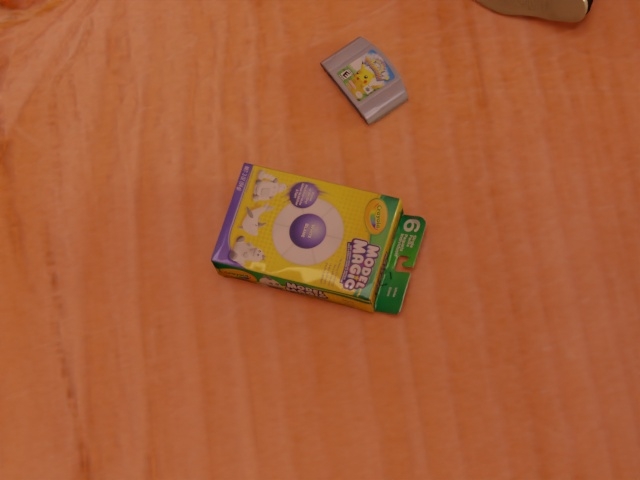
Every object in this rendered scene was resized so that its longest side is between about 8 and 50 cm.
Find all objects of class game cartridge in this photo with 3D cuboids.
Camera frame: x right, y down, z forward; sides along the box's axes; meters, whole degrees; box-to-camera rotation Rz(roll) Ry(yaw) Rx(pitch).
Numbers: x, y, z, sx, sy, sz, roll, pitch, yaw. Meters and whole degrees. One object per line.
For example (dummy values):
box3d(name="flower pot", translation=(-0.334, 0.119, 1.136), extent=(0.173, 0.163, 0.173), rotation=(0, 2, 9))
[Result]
box3d(name="game cartridge", translation=(0.045, -0.156, 1.455), extent=(0.056, 0.017, 0.083), rotation=(-34, 68, -10))

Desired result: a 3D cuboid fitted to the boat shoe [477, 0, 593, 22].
box3d(name="boat shoe", translation=(0.199, -0.244, 1.455), extent=(0.133, 0.049, 0.042), rotation=(16, 44, 21))

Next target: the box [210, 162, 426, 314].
box3d(name="box", translation=(0.000, 0.000, 1.387), extent=(0.179, 0.043, 0.105), rotation=(14, 72, 11))
